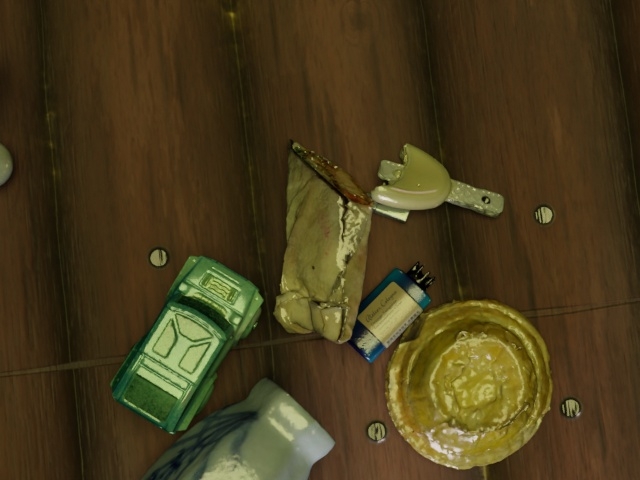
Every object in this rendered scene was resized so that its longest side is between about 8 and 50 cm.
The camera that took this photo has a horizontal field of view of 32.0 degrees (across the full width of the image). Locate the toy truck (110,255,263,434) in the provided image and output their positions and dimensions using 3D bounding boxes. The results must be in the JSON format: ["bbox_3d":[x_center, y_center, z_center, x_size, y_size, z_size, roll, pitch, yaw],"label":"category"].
[{"bbox_3d":[-0.214,0.167,1.804,0.155,0.156,0.279,31,84,1],"label":"toy truck"}]

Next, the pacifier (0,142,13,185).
[{"bbox_3d":[-0.597,-0.170,1.819,0.226,0.238,0.287,38,80,-27],"label":"pacifier"}]

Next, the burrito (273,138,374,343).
[{"bbox_3d":[0.011,-0.001,1.840,0.175,0.107,0.348,-3,78,34],"label":"burrito"}]

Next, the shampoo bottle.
[{"bbox_3d":[0.118,0.114,1.874,0.183,0.050,0.087,-45,67,-7],"label":"shampoo bottle"}]

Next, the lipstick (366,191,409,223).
[{"bbox_3d":[0.089,-0.066,1.906,0.129,0.030,0.030,20,83,0],"label":"lipstick"}]

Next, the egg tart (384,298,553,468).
[{"bbox_3d":[0.248,0.233,1.839,0.290,0.115,0.290,0,82,-2],"label":"egg tart"}]

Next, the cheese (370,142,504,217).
[{"bbox_3d":[0.202,-0.088,1.897,0.235,0.050,0.127,18,57,-8],"label":"cheese"}]

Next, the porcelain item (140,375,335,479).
[{"bbox_3d":[-0.171,0.407,1.739,0.178,0.242,0.405,45,81,-16],"label":"porcelain item"}]
